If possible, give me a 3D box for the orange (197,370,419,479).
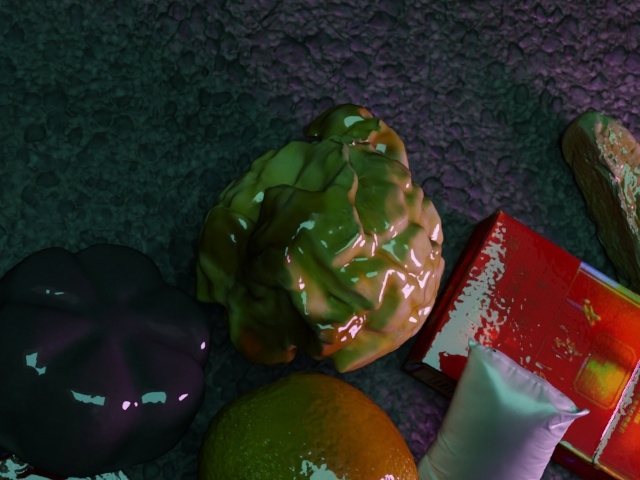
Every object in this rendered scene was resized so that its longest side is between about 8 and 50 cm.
[{"bbox_3d":[-0.013,0.249,1.591,0.236,0.236,0.236,3,79,-14],"label":"orange"}]

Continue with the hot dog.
[{"bbox_3d":[0.356,-0.037,1.807,0.073,0.084,0.242,-21,84,-16],"label":"hot dog"}]

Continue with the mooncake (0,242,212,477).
[{"bbox_3d":[-0.229,0.115,1.572,0.245,0.133,0.245,16,44,-16],"label":"mooncake"}]

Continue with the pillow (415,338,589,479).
[{"bbox_3d":[0.158,0.237,1.666,0.144,0.078,0.254,27,111,-6],"label":"pillow"}]

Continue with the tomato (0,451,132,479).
[{"bbox_3d":[-0.274,0.315,1.581,0.225,0.085,0.225,2,83,-14],"label":"tomato"}]

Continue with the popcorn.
[{"bbox_3d":[0.000,0.000,1.633,0.225,0.265,0.332,50,30,-31],"label":"popcorn"}]

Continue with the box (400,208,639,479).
[{"bbox_3d":[0.273,0.133,1.752,0.313,0.089,0.197,31,73,-7],"label":"box"}]
